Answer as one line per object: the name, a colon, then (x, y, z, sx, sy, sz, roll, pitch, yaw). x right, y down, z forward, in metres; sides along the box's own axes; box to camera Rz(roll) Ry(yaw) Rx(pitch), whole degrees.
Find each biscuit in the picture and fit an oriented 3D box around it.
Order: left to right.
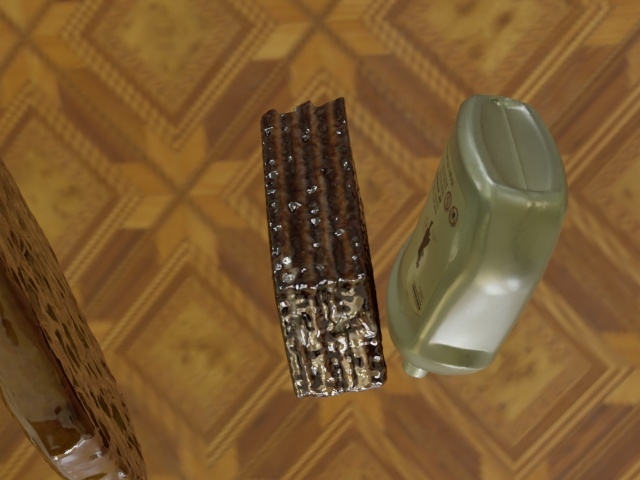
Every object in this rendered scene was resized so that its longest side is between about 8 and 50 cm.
biscuit: (-0.193, 0.007, 1.081, 0.046, 0.359, 0.359, -28, 89, -3)
biscuit: (0.000, 0.000, 1.341, 0.070, 0.252, 0.106, -9, 126, 2)

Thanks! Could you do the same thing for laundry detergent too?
laundry detergent: (0.117, 0.016, 1.501, 0.091, 0.181, 0.253, 8, 131, -16)
